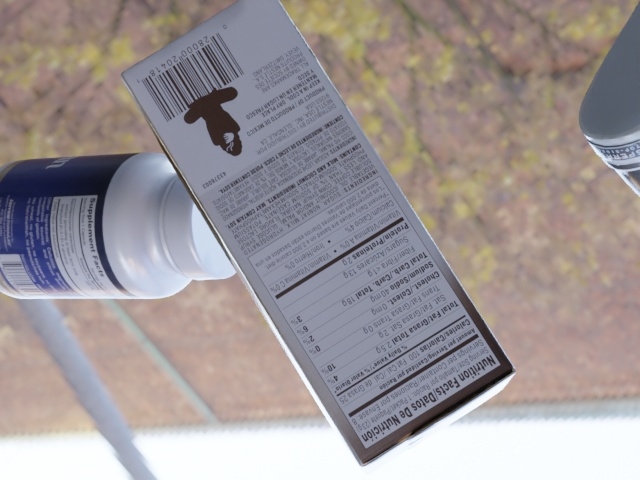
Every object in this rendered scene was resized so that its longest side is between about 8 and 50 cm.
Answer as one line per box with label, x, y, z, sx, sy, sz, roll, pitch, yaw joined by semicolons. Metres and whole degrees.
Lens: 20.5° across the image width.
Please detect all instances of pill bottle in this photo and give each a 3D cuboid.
pill bottle;-0.132;-0.009;1.139;0.169;0.094;0.094;-1;-142;31

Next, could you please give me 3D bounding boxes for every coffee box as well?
coffee box;0.000;0.000;0.983;0.098;0.246;0.141;-32;172;-2

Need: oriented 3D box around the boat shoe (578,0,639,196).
boat shoe;0.207;-0.114;0.876;0.078;0.070;0.219;19;-110;52
